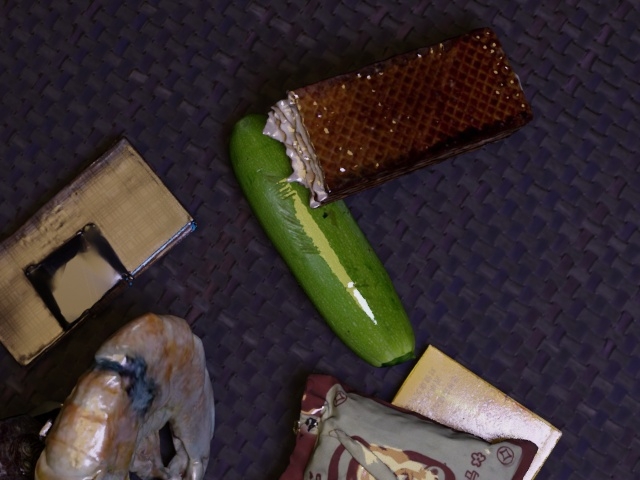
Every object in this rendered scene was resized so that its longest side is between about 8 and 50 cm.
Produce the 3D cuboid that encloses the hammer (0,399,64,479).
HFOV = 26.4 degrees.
[{"bbox_3d":[-0.410,0.297,1.279,0.409,0.242,0.095,-35,85,16],"label":"hammer"}]

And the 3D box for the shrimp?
[{"bbox_3d":[-0.176,0.240,1.248,0.085,0.247,0.360,15,95,28],"label":"shrimp"}]

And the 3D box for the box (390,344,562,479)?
[{"bbox_3d":[0.148,0.179,1.331,0.156,0.022,0.089,32,88,6],"label":"box"}]

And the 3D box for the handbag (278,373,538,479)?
[{"bbox_3d":[0.064,0.253,1.279,0.235,0.127,0.213,18,83,17],"label":"handbag"}]

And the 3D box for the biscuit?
[{"bbox_3d":[0.074,-0.117,1.304,0.252,0.070,0.106,-20,82,-21],"label":"biscuit"}]

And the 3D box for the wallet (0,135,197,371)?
[{"bbox_3d":[-0.245,0.013,1.362,0.230,0.042,0.124,-41,81,-4],"label":"wallet"}]

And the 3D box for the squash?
[{"bbox_3d":[-0.001,-0.001,1.329,0.082,0.082,0.292,-32,83,-1],"label":"squash"}]
